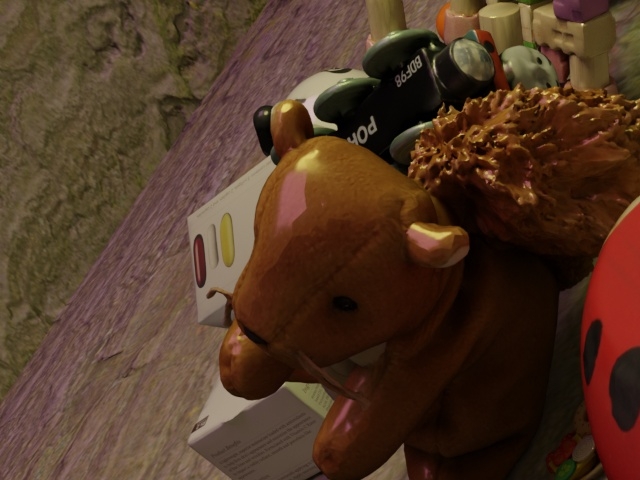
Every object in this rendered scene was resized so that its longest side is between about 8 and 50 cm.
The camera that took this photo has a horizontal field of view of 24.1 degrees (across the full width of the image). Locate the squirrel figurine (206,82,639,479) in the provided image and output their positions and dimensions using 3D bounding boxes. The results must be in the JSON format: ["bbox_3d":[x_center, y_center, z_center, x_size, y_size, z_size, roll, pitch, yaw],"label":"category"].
[{"bbox_3d":[0.083,-0.001,1.203,0.397,0.281,0.370,-43,-30,-5],"label":"squirrel figurine"}]

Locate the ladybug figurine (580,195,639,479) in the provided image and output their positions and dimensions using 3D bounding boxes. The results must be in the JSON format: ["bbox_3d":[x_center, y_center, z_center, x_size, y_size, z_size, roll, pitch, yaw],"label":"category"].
[{"bbox_3d":[0.290,0.066,0.952,0.305,0.162,0.449,-47,16,9],"label":"ladybug figurine"}]

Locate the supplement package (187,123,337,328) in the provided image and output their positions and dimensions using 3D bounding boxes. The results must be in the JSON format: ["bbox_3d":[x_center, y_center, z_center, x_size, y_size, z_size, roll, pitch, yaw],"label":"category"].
[{"bbox_3d":[0.000,0.000,1.760,0.262,0.204,0.145,-34,56,44],"label":"supplement package"}]

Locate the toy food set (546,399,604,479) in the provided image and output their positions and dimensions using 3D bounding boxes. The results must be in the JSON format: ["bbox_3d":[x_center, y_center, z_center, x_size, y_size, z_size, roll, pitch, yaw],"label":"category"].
[{"bbox_3d":[0.213,0.163,1.200,0.083,0.020,0.082,-48,15,4],"label":"toy food set"}]

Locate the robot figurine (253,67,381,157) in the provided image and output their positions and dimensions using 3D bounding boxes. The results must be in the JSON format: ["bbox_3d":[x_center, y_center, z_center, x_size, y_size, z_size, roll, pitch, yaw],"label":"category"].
[{"bbox_3d":[0.038,-0.109,1.925,0.209,0.173,0.278,-21,-24,1],"label":"robot figurine"}]

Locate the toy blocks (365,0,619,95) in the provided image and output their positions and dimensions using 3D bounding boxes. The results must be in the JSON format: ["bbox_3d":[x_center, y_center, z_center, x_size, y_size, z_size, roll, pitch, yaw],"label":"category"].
[{"bbox_3d":[0.246,-0.196,1.676,0.309,0.260,0.288,-24,30,-23],"label":"toy blocks"}]

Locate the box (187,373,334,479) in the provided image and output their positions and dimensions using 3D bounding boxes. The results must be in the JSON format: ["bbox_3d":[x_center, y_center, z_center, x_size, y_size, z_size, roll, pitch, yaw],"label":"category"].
[{"bbox_3d":[-0.028,0.167,1.672,0.181,0.119,0.182,-35,21,40],"label":"box"}]

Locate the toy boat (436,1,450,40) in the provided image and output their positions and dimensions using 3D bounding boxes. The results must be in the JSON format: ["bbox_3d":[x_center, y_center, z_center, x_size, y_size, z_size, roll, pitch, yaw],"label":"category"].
[{"bbox_3d":[0.200,-0.237,1.896,0.231,0.151,0.151,-31,16,-3],"label":"toy boat"}]

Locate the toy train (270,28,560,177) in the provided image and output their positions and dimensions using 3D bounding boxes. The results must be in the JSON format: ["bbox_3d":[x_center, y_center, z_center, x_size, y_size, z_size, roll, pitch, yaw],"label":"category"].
[{"bbox_3d":[0.088,-0.093,1.478,0.334,0.190,0.142,-41,58,46],"label":"toy train"}]
